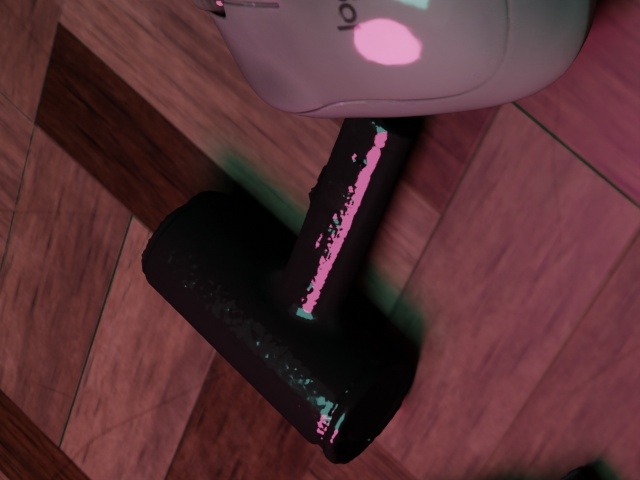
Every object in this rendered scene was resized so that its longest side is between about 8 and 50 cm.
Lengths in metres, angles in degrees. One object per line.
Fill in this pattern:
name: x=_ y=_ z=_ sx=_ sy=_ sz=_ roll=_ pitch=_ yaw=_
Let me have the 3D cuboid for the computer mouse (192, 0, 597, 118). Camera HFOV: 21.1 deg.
computer mouse: x=0.016 y=-0.148 z=0.965 sx=0.297 sy=0.121 sz=0.184 roll=7 pitch=123 yaw=41

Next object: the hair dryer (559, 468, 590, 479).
hair dryer: x=0.237 y=0.190 z=1.042 sx=0.173 sy=0.050 sz=0.195 roll=50 pitch=137 yaw=5

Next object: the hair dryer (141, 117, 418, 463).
hair dryer: x=0.000 y=0.000 z=1.132 sx=0.197 sy=0.089 sz=0.251 roll=42 pitch=130 yaw=19
